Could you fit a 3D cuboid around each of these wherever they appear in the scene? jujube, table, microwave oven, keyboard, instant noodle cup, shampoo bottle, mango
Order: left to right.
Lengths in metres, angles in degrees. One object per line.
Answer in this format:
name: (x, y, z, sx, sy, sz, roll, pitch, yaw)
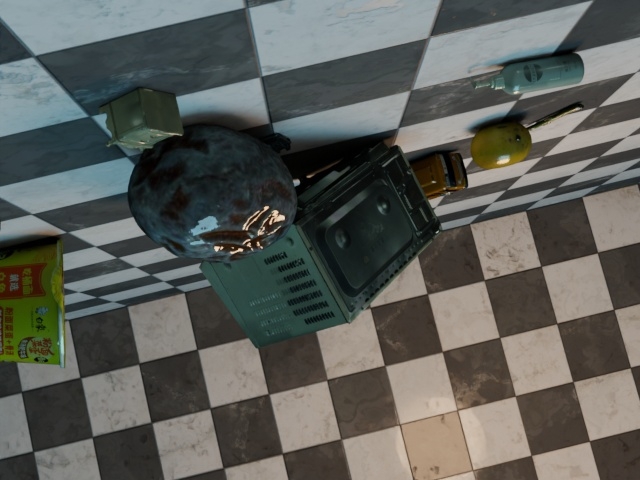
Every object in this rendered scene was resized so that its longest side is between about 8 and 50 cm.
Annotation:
instant noodle cup: (-0.693, 0.146, 1.987, 0.221, 0.311, 0.311, -2, 169, -16)
table: (-0.252, -0.167, 1.231, 0.083, 0.062, 0.079, -17, 171, 29)
jujube: (-0.180, -0.072, 1.474, 0.246, 0.215, 0.308, -16, 169, 38)
keyboard: (-0.169, -0.152, 1.642, 0.231, 0.023, 0.072, -16, 170, 17)
microwave oven: (0.000, 0.000, 1.809, 0.333, 0.247, 0.394, -22, -168, 42)
mango: (0.402, -0.211, 1.967, 0.137, 0.098, 0.195, -17, 180, 7)
shampoo bottle: (0.353, -0.280, 1.506, 0.195, 0.056, 0.056, -13, 172, -13)

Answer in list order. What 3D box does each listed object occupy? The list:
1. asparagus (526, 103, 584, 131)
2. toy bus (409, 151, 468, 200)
asparagus: (0.502, -0.265, 2.015, 0.233, 0.022, 0.023, -26, -150, 49)
toy bus: (0.250, -0.146, 2.156, 0.201, 0.098, 0.114, -18, 172, 41)
